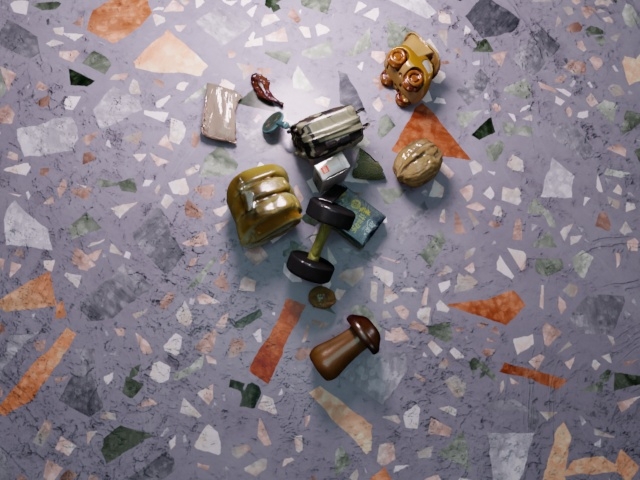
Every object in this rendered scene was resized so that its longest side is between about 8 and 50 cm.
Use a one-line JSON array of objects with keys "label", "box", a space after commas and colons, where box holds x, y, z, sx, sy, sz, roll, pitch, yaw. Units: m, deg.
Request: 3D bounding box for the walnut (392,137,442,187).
[{"label": "walnut", "box": [0.436, -0.345, 1.797, 0.245, 0.198, 0.198, -36, 85, -11]}]

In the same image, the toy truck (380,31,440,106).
[{"label": "toy truck", "box": [0.408, -0.782, 1.848, 0.212, 0.204, 0.288, -35, 84, -9]}]

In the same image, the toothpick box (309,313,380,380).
[{"label": "toothpick box", "box": [0.108, 0.442, 1.677, 0.294, 0.192, 0.192, -37, 85, 0]}]

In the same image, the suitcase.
[{"label": "suitcase", "box": [0.048, -0.461, 1.715, 0.339, 0.351, 0.194, -22, 108, -7]}]

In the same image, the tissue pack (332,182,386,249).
[{"label": "tissue pack", "box": [0.138, -0.106, 1.801, 0.257, 0.081, 0.185, 38, 83, 3]}]

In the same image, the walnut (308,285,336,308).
[{"label": "walnut", "box": [0.009, 0.249, 1.736, 0.125, 0.105, 0.105, 8, 82, -2]}]

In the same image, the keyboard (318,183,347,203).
[{"label": "keyboard", "box": [0.057, -0.200, 1.700, 0.064, 0.198, 0.010, 21, 121, 14]}]

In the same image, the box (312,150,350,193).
[{"label": "box", "box": [0.043, -0.288, 1.727, 0.135, 0.269, 0.079, -29, 88, -4]}]

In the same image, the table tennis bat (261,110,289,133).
[{"label": "table tennis bat", "box": [-0.197, -0.526, 1.805, 0.033, 0.201, 0.124, 40, 85, -39]}]

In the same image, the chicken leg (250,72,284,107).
[{"label": "chicken leg", "box": [-0.255, -0.702, 1.884, 0.093, 0.053, 0.205, -27, 88, -21]}]

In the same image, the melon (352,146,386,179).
[{"label": "melon", "box": [0.205, -0.334, 1.846, 0.139, 0.093, 0.202, -38, 116, 19]}]

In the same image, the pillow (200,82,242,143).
[{"label": "pillow", "box": [-0.454, -0.584, 1.845, 0.173, 0.067, 0.270, 7, 82, -7]}]

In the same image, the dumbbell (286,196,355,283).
[{"label": "dumbbell", "box": [0.000, 0.000, 1.676, 0.204, 0.204, 0.322, 21, 101, 0]}]

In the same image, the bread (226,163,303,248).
[{"label": "bread", "box": [-0.256, -0.174, 1.699, 0.301, 0.210, 0.341, -24, 69, 13]}]
